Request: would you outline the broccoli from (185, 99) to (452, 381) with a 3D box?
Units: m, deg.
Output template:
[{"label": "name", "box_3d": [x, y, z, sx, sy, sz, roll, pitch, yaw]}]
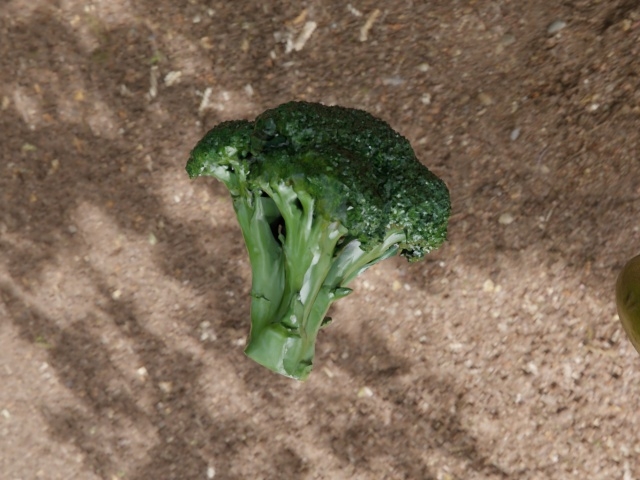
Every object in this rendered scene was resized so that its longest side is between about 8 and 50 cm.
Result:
[{"label": "broccoli", "box_3d": [0.000, 0.000, 0.863, 0.254, 0.269, 0.269, 14, 120, 50]}]

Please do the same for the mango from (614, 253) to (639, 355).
[{"label": "mango", "box_3d": [0.362, 0.078, 0.851, 0.195, 0.137, 0.098, -114, 17, -57]}]
